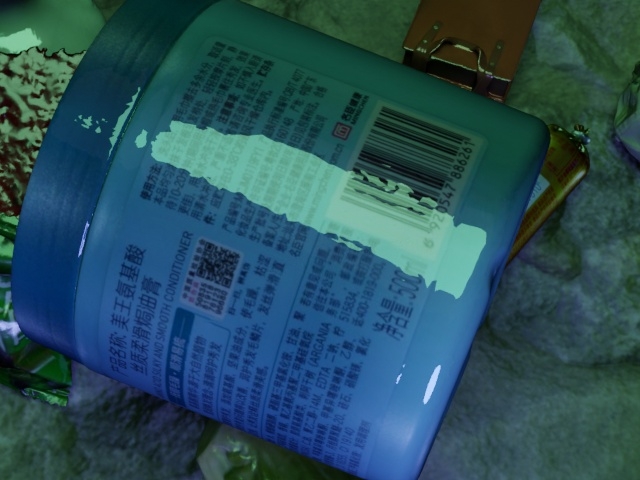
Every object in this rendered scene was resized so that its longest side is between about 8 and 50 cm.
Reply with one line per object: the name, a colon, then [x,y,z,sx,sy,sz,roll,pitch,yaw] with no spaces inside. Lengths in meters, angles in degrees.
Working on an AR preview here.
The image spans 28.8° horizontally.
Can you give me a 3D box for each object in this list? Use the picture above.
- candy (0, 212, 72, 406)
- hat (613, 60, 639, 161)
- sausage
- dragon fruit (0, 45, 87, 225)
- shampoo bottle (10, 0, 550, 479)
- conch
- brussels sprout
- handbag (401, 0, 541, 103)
candy: [-0.293,0.055,1.163,0.141,0.203,0.078,7,37,-11]
hat: [0.382,-0.110,1.327,0.166,0.081,0.122,39,29,0]
sausage: [0.162,0.003,1.255,0.082,0.082,0.371,37,68,15]
dragon fruit: [-0.278,-0.056,1.252,0.343,0.100,0.282,0,84,-3]
shampoo bottle: [-0.022,-0.004,1.028,0.342,0.331,0.331,21,66,9]
conch: [-0.335,-0.219,1.337,0.221,0.121,0.185,3,35,5]
brussels sprout: [-0.022,0.220,1.113,0.183,0.131,0.146,6,73,-15]
handbag: [0.174,-0.251,1.386,0.127,0.063,0.190,20,63,7]
